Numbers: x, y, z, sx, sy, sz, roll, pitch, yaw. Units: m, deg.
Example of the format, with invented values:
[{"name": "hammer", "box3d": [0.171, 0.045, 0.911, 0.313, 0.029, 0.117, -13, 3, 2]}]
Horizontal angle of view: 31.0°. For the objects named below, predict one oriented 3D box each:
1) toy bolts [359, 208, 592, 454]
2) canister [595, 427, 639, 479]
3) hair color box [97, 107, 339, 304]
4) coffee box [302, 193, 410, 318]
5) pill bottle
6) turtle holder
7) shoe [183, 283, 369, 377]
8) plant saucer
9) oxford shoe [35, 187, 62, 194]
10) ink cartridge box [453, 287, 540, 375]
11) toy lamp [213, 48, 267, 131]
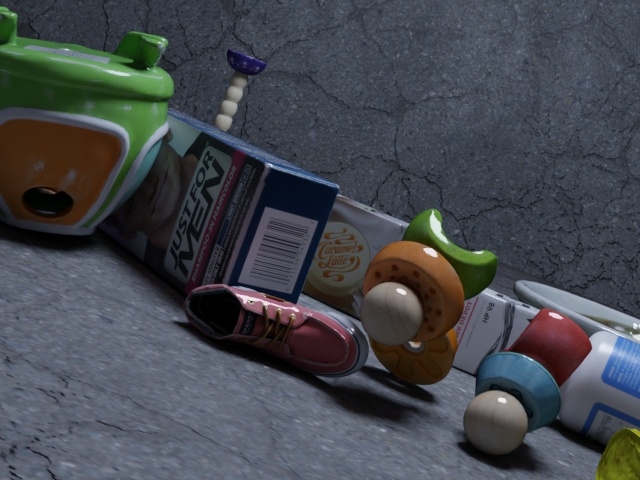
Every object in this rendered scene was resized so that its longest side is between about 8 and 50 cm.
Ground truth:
[{"name": "toy bolts", "box3d": [0.124, 0.122, 1.134, 0.228, 0.218, 0.158, 36, 42, 12]}, {"name": "canister", "box3d": [0.352, 0.241, 1.044, 0.170, 0.073, 0.126, 22, 7, -12]}, {"name": "hair color box", "box3d": [-0.137, -0.041, 1.336, 0.105, 0.173, 0.347, 16, 8, -37]}, {"name": "coffee box", "box3d": [0.000, 0.000, 1.592, 0.247, 0.141, 0.098, 25, 8, 25]}, {"name": "pill bottle", "box3d": [0.350, 0.178, 1.322, 0.222, 0.124, 0.124, 24, 7, 13]}, {"name": "turtle holder", "box3d": [-0.308, -0.139, 1.306, 0.243, 0.227, 0.320, 2, 13, -39]}, {"name": "shoe", "box3d": [-0.046, 0.086, 1.101, 0.178, 0.063, 0.081, 19, 6, 31]}, {"name": "plant saucer", "box3d": [0.482, 0.181, 1.831, 0.401, 0.100, 0.400, 20, 6, -2]}, {"name": "oxford shoe", "box3d": [-0.362, -0.097, 1.523, 0.076, 0.076, 0.212, 21, 5, 11]}, {"name": "ink cartridge box", "box3d": [0.217, 0.121, 1.457, 0.180, 0.104, 0.060, 22, 8, 12]}, {"name": "toy lamp", "box3d": [-0.172, -0.182, 1.939, 0.080, 0.274, 0.080, 19, 7, -2]}]
